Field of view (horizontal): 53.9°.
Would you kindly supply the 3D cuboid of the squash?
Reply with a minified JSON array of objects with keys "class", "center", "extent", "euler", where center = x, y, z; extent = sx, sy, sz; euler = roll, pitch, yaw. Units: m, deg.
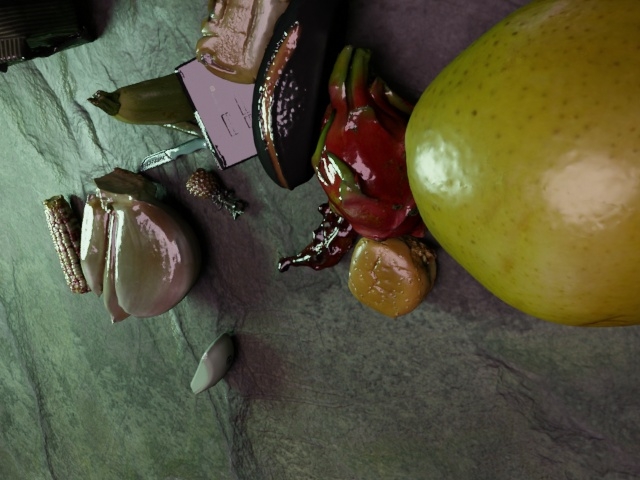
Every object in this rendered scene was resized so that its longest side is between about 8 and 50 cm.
[{"class":"squash","center":[-0.300,-0.242,1.075],"extent":[0.094,0.224,0.094],"euler":[11,110,31]}]

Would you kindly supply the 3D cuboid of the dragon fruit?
[{"class":"dragon fruit","center":[0.088,-0.132,0.905],"extent":[0.198,0.200,0.269],"euler":[-1,83,46]}]

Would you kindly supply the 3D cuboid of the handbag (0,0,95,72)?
[{"class":"handbag","center":[-0.579,-0.420,1.123],"extent":[0.240,0.340,0.247],"euler":[4,117,13]}]

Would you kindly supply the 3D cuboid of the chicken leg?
[{"class":"chicken leg","center":[0.006,0.003,1.095],"extent":[0.089,0.048,0.219],"euler":[46,129,10]}]

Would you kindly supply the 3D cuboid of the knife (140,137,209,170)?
[{"class":"knife","center":[-0.289,-0.169,1.230],"extent":[0.210,0.015,0.028],"euler":[-11,111,37]}]

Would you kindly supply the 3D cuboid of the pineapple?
[{"class":"pineapple","center":[-0.190,-0.087,1.189],"extent":[0.124,0.058,0.058],"euler":[31,127,1]}]

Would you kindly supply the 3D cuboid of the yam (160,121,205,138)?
[{"class":"yam","center":[-0.306,-0.228,1.204],"extent":[0.234,0.029,0.027],"euler":[17,131,27]}]

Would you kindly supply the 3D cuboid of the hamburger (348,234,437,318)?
[{"class":"hamburger","center":[0.116,0.052,1.024],"extent":[0.138,0.083,0.147],"euler":[24,126,17]}]

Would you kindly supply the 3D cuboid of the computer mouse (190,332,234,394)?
[{"class":"computer mouse","center":[-0.228,0.275,1.351],"extent":[0.056,0.089,0.181],"euler":[38,129,11]}]

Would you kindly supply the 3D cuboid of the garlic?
[{"class":"garlic","center":[-0.367,0.023,1.297],"extent":[0.279,0.132,0.325],"euler":[14,116,29]}]

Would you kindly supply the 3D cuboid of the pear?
[{"class":"pear","center":[0.300,-0.083,0.676],"extent":[0.418,0.362,0.362],"euler":[2,113,27]}]

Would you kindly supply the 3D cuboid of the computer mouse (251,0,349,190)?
[{"class":"computer mouse","center":[-0.039,-0.228,0.932],"extent":[0.116,0.183,0.323],"euler":[13,120,2]}]

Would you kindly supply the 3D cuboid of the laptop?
[{"class":"laptop","center":[-0.156,-0.231,1.080],"extent":[0.135,0.016,0.197],"euler":[-22,100,14]}]

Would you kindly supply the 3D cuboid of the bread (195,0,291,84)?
[{"class":"bread","center":[-0.108,-0.351,0.977],"extent":[0.134,0.081,0.225],"euler":[29,118,5]}]

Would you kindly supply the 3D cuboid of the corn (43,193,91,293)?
[{"class":"corn","center":[-0.583,0.011,1.468],"extent":[0.079,0.079,0.237],"euler":[-7,107,35]}]
